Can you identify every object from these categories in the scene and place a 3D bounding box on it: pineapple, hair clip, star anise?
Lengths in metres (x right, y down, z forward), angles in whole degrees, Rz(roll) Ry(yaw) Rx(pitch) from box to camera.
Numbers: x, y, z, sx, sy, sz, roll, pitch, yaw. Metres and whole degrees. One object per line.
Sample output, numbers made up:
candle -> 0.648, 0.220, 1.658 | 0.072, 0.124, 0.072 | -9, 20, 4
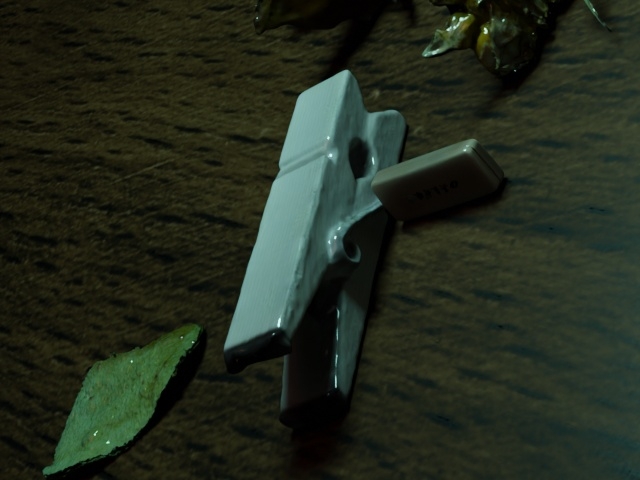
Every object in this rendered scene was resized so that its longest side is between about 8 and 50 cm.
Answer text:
pineapple -> 0.147, -0.287, 1.661 | 0.158, 0.161, 0.334 | -29, 32, 29
hair clip -> 0.003, -0.002, 1.589 | 0.085, 0.101, 0.331 | -29, 32, 39
star anise -> 0.030, -0.330, 1.889 | 0.237, 0.148, 0.346 | -7, 59, 48

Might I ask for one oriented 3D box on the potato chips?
potato chips -> -0.186, 0.145, 1.749 | 0.209, 0.026, 0.142 | -51, 32, 1

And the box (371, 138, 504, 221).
box -> 0.094, -0.048, 1.560 | 0.115, 0.048, 0.025 | -18, 35, 44
